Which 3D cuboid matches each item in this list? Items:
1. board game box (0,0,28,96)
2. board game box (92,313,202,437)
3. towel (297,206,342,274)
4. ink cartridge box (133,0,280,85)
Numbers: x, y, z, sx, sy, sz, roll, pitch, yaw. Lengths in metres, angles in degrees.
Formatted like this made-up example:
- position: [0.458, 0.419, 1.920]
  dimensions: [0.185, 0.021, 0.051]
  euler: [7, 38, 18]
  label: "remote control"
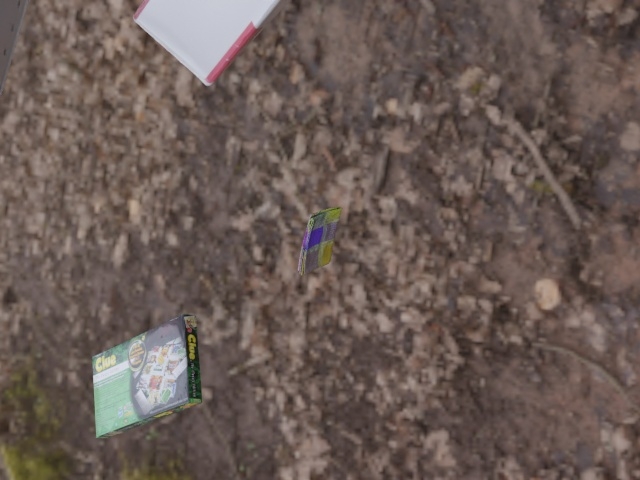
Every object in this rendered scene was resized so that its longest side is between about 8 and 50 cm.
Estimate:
- position: [-0.505, -0.339, 1.534]
  dimensions: [0.390, 0.050, 0.390]
  euler: [33, -107, -86]
  label: "board game box"
- position: [-0.272, 0.213, 1.704]
  dimensions: [0.260, 0.030, 0.136]
  euler: [-25, 66, 43]
  label: "board game box"
- position: [0.000, 0.000, 1.366]
  dimensions: [0.009, 0.060, 0.083]
  euler: [31, 121, 32]
  label: "towel"
- position: [-0.080, -0.454, 1.685]
  dimensions: [0.279, 0.160, 0.385]
  euler: [-44, 9, 42]
  label: "ink cartridge box"
